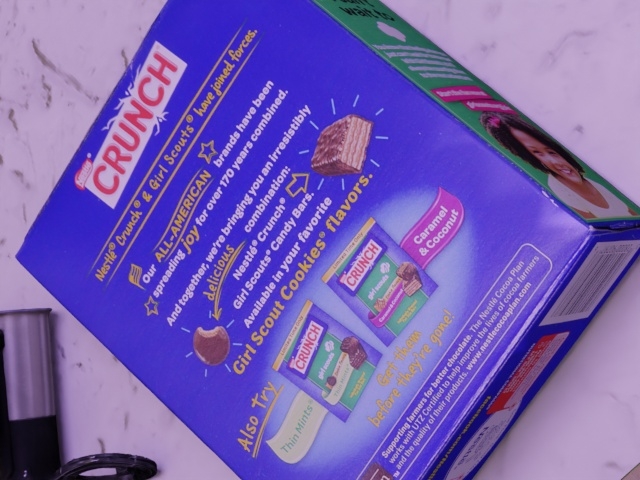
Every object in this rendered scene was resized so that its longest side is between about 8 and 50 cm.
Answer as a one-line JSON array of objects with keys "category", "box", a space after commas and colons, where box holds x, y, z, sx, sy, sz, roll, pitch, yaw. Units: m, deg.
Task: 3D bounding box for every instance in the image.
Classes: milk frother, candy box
[{"category": "milk frother", "box": [-0.195, 0.114, 1.183, 0.143, 0.129, 0.134, -4, 88, -14]}, {"category": "candy box", "box": [0.000, 0.000, 1.049, 0.317, 0.122, 0.268, 41, 110, 22]}]

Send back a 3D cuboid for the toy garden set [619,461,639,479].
[{"category": "toy garden set", "box": [0.262, 0.186, 0.925, 0.204, 0.049, 0.244, 48, 117, 12]}]
